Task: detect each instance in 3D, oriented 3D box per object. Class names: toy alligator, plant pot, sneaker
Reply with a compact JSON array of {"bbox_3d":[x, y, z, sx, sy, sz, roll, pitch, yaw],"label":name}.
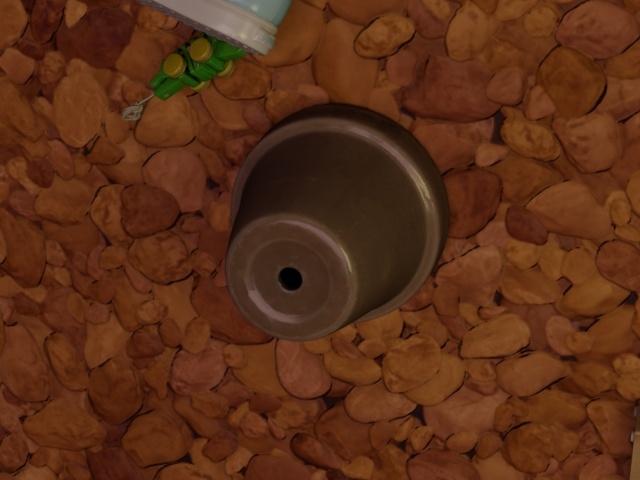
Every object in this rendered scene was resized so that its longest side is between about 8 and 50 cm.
[{"bbox_3d":[-0.165,-0.204,1.563,0.190,0.056,0.051,-26,60,25],"label":"toy alligator"},{"bbox_3d":[0.000,0.000,1.493,0.263,0.229,0.263,5,111,14],"label":"plant pot"},{"bbox_3d":[-0.185,-0.344,1.487,0.366,0.135,0.150,27,91,7],"label":"sneaker"}]

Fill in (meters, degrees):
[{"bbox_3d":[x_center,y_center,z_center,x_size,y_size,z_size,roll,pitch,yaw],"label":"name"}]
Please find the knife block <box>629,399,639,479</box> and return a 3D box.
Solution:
[{"bbox_3d":[0.479,0.275,1.533,0.242,0.088,0.275,7,112,15],"label":"knife block"}]
